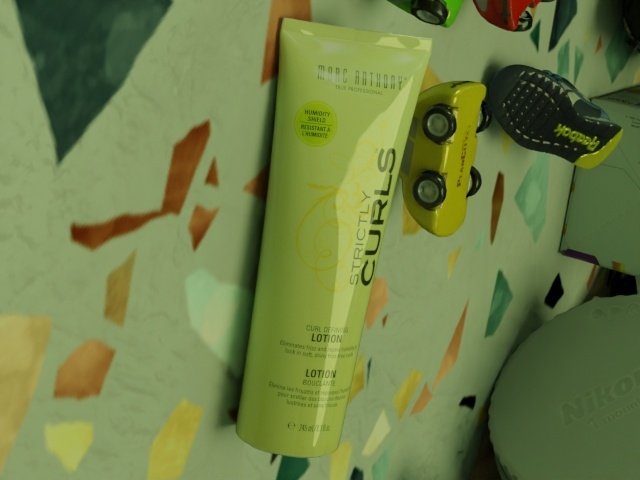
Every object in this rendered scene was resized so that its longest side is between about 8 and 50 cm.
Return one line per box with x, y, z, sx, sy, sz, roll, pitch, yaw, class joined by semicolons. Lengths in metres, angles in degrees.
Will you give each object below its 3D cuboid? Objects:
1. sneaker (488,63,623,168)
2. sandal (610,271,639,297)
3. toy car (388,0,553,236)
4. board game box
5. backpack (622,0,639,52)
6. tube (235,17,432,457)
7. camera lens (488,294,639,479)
0.163;-0.097;1.128;0.053;0.059;0.144;-47;140;16;sneaker
0.292;0.061;1.441;0.265;0.076;0.102;-26;141;-29;sandal
0.073;-0.144;0.923;0.239;0.053;0.225;-67;152;-14;toy car
0.342;-0.059;1.382;0.275;0.144;0.142;-19;122;-57;board game box
0.321;-0.205;1.295;0.152;0.115;0.182;-62;154;3;backpack
0.000;0.000;0.855;0.070;0.062;0.240;-14;116;-65;tube
0.281;0.205;1.288;0.219;0.219;0.274;-59;136;-26;camera lens
